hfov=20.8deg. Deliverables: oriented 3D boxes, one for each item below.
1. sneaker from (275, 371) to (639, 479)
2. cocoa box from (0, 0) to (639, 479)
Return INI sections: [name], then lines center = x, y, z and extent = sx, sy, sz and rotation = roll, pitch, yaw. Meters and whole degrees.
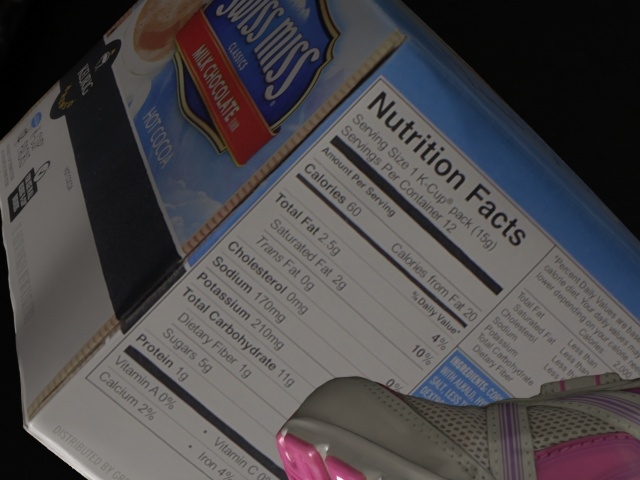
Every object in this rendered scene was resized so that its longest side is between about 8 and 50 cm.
[sneaker]
center = 0.108, 0.083, 0.511
extent = 0.252, 0.103, 0.111
rotation = 16, -125, 23
[cocoa box]
center = 0.000, 0.000, 0.874
extent = 0.228, 0.231, 0.347
rotation = -46, -156, 8
